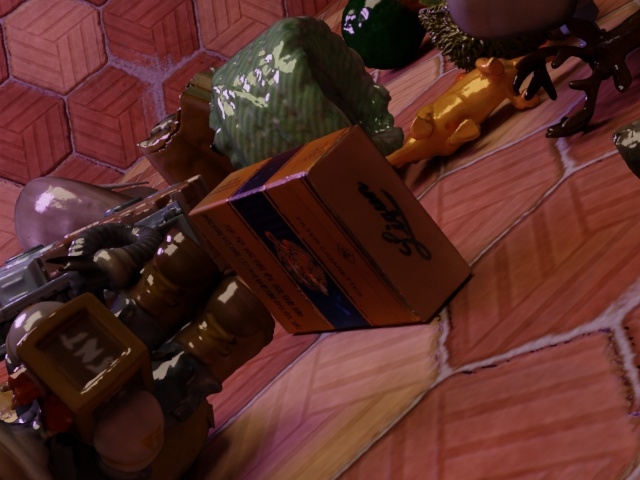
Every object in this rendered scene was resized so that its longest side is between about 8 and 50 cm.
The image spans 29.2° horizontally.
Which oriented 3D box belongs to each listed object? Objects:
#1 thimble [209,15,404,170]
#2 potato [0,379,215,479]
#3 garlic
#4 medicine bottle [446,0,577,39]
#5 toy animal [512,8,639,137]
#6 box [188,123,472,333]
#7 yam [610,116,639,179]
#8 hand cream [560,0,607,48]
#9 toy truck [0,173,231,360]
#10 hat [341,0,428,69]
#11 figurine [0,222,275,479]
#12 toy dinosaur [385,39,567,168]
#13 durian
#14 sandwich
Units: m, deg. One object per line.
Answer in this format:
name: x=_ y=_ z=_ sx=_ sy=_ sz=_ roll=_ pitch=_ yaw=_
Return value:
thimble: x=-0.016 y=-0.134 z=1.375 sx=0.150 sy=0.219 sz=0.219 roll=-36 pitch=14 yaw=24
potato: x=-0.231 y=0.194 z=1.005 sx=0.300 sy=0.140 sz=0.173 roll=-37 pitch=53 yaw=-4
garlic: x=-0.328 y=-0.034 z=1.826 sx=0.246 sy=0.231 sz=0.340 roll=-38 pitch=19 yaw=14
medicine bottle: x=0.161 y=-0.370 z=1.096 sx=0.123 sy=0.375 sz=0.282 roll=-6 pitch=7 yaw=14
toy animal: x=0.297 y=-0.184 z=0.998 sx=0.260 sy=0.087 sz=0.243 roll=-37 pitch=12 yaw=-8
box: x=0.000 y=0.001 z=1.023 sx=0.070 sy=0.152 sz=0.237 roll=-46 pitch=15 yaw=-27
yam: x=0.301 y=-0.097 z=0.756 sx=0.253 sy=0.061 sz=0.061 roll=-27 pitch=17 yaw=35
hand cream: x=0.235 y=-0.273 z=1.256 sx=0.065 sy=0.170 sz=0.043 roll=-33 pitch=2 yaw=18
toy truck: x=-0.280 y=0.049 z=1.460 sx=0.338 sy=0.133 sz=0.184 roll=-24 pitch=5 yaw=11
hat: x=0.168 y=-0.443 z=1.812 sx=0.400 sy=0.285 sz=0.285 roll=-41 pitch=13 yaw=6
figurine: x=-0.196 y=0.155 z=0.837 sx=0.382 sy=0.261 sz=0.186 roll=-44 pitch=-23 yaw=-16
toy dinosaur: x=0.131 y=-0.124 z=1.275 sx=0.288 sy=0.070 sz=0.117 roll=-34 pitch=3 yaw=3
durian: x=0.199 y=-0.282 z=1.387 sx=0.146 sy=0.159 sz=0.198 roll=-13 pitch=-23 yaw=-34
sandwich: x=-0.105 y=-0.153 z=1.688 sx=0.227 sy=0.198 sz=0.155 roll=-33 pitch=14 yaw=24
